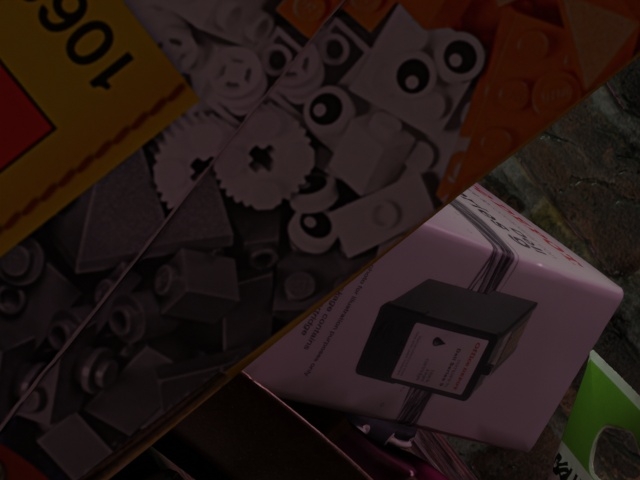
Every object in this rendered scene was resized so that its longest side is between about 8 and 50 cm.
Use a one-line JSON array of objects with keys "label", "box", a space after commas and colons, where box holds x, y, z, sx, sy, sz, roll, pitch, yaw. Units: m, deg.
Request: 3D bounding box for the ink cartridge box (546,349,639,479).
[{"label": "ink cartridge box", "box": [0.163, 0.209, 0.915, 0.097, 0.255, 0.189, 15, 11, -10]}]

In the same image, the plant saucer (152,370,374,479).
[{"label": "plant saucer", "box": [-0.050, 0.082, 0.796, 0.198, 0.036, 0.198, 35, -12, 8]}]

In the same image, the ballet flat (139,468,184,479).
[{"label": "ballet flat", "box": [-0.043, 0.128, 0.765, 0.041, 0.041, 0.114, 55, 3, 41]}]

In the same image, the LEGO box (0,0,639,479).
[{"label": "LEGO box", "box": [-0.046, -0.136, 0.591, 0.193, 0.372, 0.500, 52, 2, -13]}]

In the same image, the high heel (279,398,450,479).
[{"label": "high heel", "box": [0.084, 0.212, 0.929, 0.181, 0.127, 0.377, 48, 5, -33]}]

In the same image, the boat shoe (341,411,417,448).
[{"label": "boat shoe", "box": [-0.022, 0.085, 1.160, 0.114, 0.091, 0.302, 54, 3, 27]}]

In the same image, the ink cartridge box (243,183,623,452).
[{"label": "ink cartridge box", "box": [0.000, 0.000, 1.029, 0.289, 0.121, 0.211, 18, 17, -45]}]
